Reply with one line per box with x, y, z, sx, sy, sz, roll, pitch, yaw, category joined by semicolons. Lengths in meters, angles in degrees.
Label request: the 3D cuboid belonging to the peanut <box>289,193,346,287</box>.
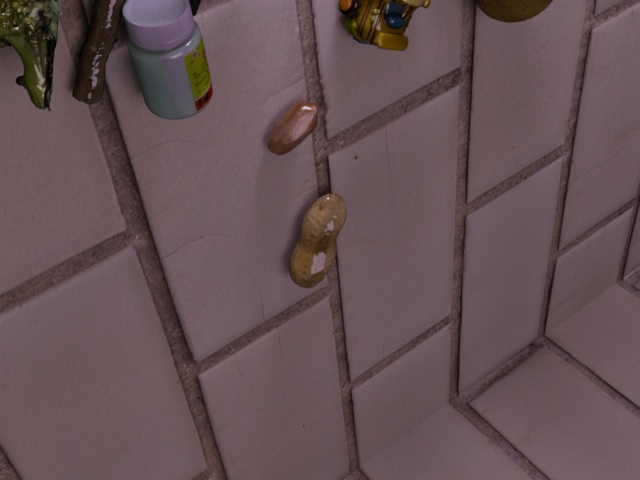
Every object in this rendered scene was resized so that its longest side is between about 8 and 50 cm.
0.000;0.000;2.134;0.125;0.111;0.274;-6;125;-46;peanut

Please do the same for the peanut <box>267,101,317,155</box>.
-0.064;-0.261;1.891;0.152;0.076;0.076;-46;142;4;peanut

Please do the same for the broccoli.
-0.511;-0.352;1.292;0.180;0.242;0.273;4;113;-20;broccoli

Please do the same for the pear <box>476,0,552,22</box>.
0.483;-0.650;1.998;0.211;0.188;0.228;-27;137;-37;pear

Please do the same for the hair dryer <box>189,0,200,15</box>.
-0.303;-0.526;1.461;0.271;0.091;0.235;-2;133;-33;hair dryer

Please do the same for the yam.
-0.401;-0.375;1.487;0.061;0.061;0.253;-1;121;-43;yam

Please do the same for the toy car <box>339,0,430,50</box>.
0.163;-0.546;1.817;0.200;0.142;0.248;-9;128;-40;toy car

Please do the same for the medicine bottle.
-0.287;-0.349;1.533;0.139;0.139;0.225;-33;147;-19;medicine bottle
